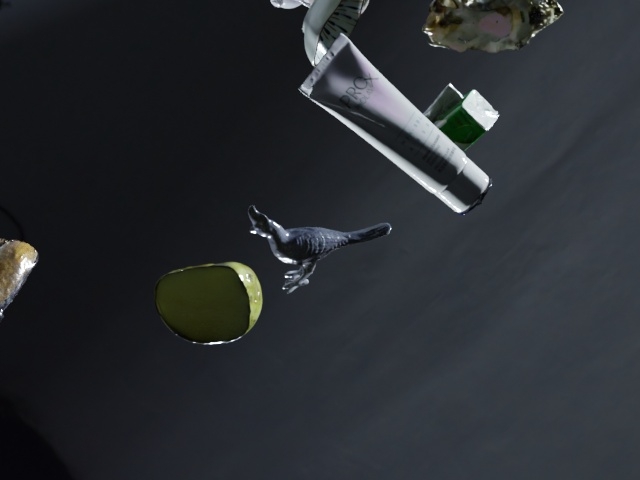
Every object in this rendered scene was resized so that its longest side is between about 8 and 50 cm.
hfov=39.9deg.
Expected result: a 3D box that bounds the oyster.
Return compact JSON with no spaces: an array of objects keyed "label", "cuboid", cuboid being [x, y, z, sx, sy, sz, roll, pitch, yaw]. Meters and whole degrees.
[{"label":"oyster","cuboid":[0.422,-0.552,2.158,0.107,0.355,0.201,-49,139,-38]}]

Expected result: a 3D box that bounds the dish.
[{"label":"dish","cuboid":[0.015,-0.444,1.772,0.190,0.066,0.190,-54,168,-17]}]

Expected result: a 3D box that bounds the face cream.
[{"label":"face cream","cuboid":[0.091,-0.126,1.011,0.092,0.244,0.058,-56,-167,-24]}]

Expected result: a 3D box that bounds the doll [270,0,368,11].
[{"label":"doll","cuboid":[-0.016,-0.572,2.000,0.151,0.287,0.150,-18,117,-40]}]

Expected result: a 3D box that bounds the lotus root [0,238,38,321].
[{"label":"lotus root","cuboid":[-0.579,0.103,1.379,0.167,0.329,0.078,-7,132,24]}]

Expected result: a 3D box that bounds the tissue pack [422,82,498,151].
[{"label":"tissue pack","cuboid":[0.338,-0.302,2.355,0.209,0.156,0.148,-44,-179,36]}]

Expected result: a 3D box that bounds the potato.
[{"label":"potato","cuboid":[-0.206,0.111,1.756,0.272,0.160,0.111,-13,-167,39]}]

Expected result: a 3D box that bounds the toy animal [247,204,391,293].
[{"label":"toy animal","cuboid":[-0.027,0.026,2.049,0.367,0.081,0.205,6,124,-29]}]
